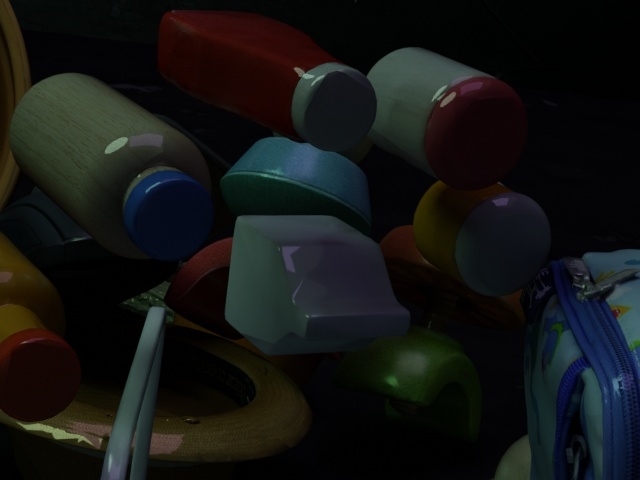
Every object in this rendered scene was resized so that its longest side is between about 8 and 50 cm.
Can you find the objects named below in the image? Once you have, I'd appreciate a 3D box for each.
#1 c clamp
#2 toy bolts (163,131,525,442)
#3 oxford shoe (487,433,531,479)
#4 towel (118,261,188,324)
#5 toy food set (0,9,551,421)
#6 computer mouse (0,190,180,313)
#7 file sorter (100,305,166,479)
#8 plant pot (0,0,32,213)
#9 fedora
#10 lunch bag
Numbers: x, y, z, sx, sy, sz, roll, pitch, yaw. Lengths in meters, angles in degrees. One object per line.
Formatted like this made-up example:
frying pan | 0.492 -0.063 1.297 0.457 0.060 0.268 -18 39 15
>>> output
c clamp | -0.114 -0.014 0.882 0.160 0.137 0.022 48 18 -55
toy bolts | 0.000 0.000 0.885 0.218 0.158 0.228 10 -17 32
oxford shoe | 0.225 0.089 0.851 0.140 0.146 0.397 20 18 37
towel | -0.087 0.046 1.093 0.148 0.027 0.110 17 16 37
toy food set | -0.007 -0.008 0.467 0.232 0.111 0.104 0 18 -28
computer mouse | -0.197 0.018 0.829 0.184 0.060 0.262 -1 -16 -27
file sorter | -0.198 0.106 0.493 0.278 0.173 0.193 7 14 -3
plant pot | -0.337 -0.087 1.017 0.291 0.291 0.203 7 -2 -6
fedora | -0.103 0.099 0.764 0.194 0.079 0.194 9 14 -2
lunch bag | 0.123 0.118 0.524 0.090 0.219 0.176 -3 17 2
